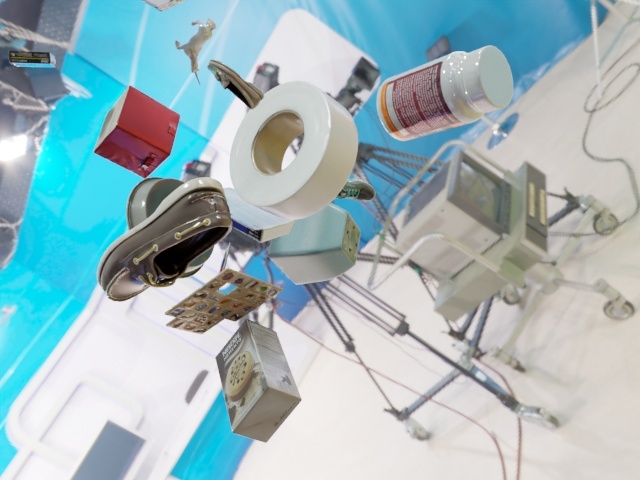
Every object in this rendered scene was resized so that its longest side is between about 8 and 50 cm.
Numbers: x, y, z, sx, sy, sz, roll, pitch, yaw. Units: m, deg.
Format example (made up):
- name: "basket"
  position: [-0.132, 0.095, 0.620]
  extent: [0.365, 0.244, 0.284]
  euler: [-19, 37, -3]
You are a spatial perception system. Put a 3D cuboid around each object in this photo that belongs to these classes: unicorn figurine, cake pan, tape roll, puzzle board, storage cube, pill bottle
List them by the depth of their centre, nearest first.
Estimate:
- name: "tape roll"
  position: [-0.062, -0.192, 1.243]
  extent: [0.286, 0.100, 0.286]
  euler: [-14, 66, 36]
- name: "puzzle board"
  position: [-0.238, 0.073, 1.397]
  extent: [0.128, 0.011, 0.096]
  euler: [123, 158, -58]
- name: "unicorn figurine"
  position: [-0.320, -0.497, 1.483]
  extent: [0.111, 0.060, 0.162]
  euler: [40, 106, 40]
- name: "cake pan"
  position: [-0.392, -0.043, 1.577]
  extent: [0.054, 0.293, 0.293]
  euler: [-20, 29, 29]
- name: "pill bottle"
  position: [0.391, -0.465, 1.853]
  extent: [0.392, 0.224, 0.224]
  euler: [-7, 47, 49]
- name: "storage cube"
  position: [-0.606, -0.355, 1.928]
  extent: [0.183, 0.193, 0.215]
  euler: [-29, 44, 41]

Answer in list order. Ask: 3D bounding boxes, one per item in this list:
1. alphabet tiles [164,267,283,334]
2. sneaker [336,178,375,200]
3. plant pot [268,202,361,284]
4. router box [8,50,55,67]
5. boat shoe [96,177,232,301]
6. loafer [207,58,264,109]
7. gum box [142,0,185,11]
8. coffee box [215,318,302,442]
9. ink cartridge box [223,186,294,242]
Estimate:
- name: "alphabet tiles"
  position: [-0.234, 0.150, 1.343]
  extent: [0.237, 0.198, 0.009]
  euler: [-34, 57, 20]
- name: "sneaker"
  position: [0.064, -0.130, 1.525]
  extent: [0.076, 0.166, 0.065]
  euler: [-87, 13, -56]
- name: "plant pot"
  position: [0.000, 0.000, 2.064]
  extent: [0.252, 0.247, 0.248]
  euler: [-1, 61, 24]
- name: "router box"
  position: [-0.923, -0.581, 1.861]
  extent: [0.092, 0.122, 0.038]
  euler: [-147, 55, -72]
- name: "boat shoe"
  position: [-0.279, 0.023, 1.025]
  extent: [0.324, 0.116, 0.097]
  euler: [-38, 61, 22]
- name: "loafer"
  position: [-0.171, -0.305, 1.136]
  extent: [0.039, 0.125, 0.045]
  euler: [-59, 8, -15]
- name: "gum box"
  position: [-0.372, -0.605, 1.339]
  extent: [0.157, 0.041, 0.184]
  euler: [-12, -6, 24]
- name: "coffee box"
  position: [-0.179, 0.378, 1.602]
  extent: [0.168, 0.119, 0.297]
  euler: [-53, 31, 13]
- name: "ink cartridge box"
  position: [-0.208, -0.067, 1.462]
  extent: [0.224, 0.223, 0.045]
  euler: [-16, -49, -65]
